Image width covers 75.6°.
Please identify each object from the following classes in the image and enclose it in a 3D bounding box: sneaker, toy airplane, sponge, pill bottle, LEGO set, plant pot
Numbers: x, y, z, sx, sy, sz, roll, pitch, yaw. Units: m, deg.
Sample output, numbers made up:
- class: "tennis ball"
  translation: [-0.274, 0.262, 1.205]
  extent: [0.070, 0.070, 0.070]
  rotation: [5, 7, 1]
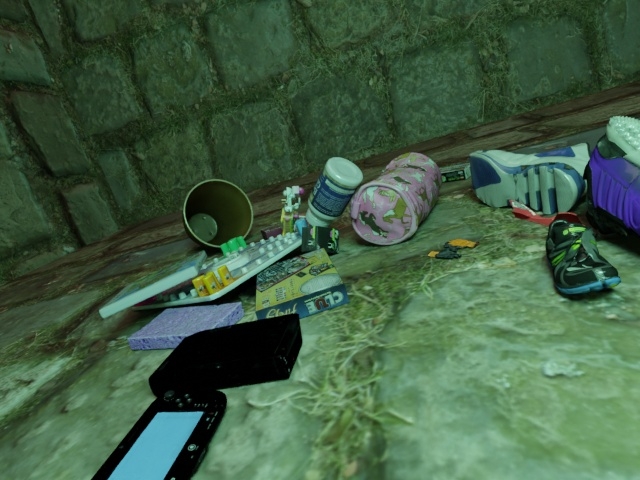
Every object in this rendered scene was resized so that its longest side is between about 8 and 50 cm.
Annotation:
- class: "sneaker"
  translation: [0.473, -0.044, 0.605]
  extent: [0.102, 0.146, 0.293]
  rotation: [9, 48, -3]
- class: "toy airplane"
  translation: [0.390, -0.033, 0.699]
  extent: [0.151, 0.028, 0.151]
  rotation: [22, 6, -2]
- class: "sponge"
  translation: [-0.264, 0.168, 0.810]
  extent: [0.210, 0.031, 0.117]
  rotation: [-9, 17, 27]
- class: "pill bottle"
  translation: [0.026, -0.109, 1.003]
  extent: [0.094, 0.094, 0.169]
  rotation: [-35, -19, -48]
- class: "sneaker"
  translation: [0.506, -0.148, 0.945]
  extent: [0.182, 0.127, 0.315]
  rotation: [-17, 22, -15]
- class: "LEGO set"
  translation: [-0.056, -0.060, 1.267]
  extent: [0.107, 0.132, 0.287]
  rotation: [4, -12, 1]
- class: "sneaker"
  translation: [0.351, 0.018, 0.574]
  extent: [0.067, 0.078, 0.188]
  rotation: [-14, 15, 19]
- class: "plant pot"
  translation: [-0.401, -0.072, 1.498]
  extent: [0.237, 0.237, 0.254]
  rotation: [-27, 4, -31]

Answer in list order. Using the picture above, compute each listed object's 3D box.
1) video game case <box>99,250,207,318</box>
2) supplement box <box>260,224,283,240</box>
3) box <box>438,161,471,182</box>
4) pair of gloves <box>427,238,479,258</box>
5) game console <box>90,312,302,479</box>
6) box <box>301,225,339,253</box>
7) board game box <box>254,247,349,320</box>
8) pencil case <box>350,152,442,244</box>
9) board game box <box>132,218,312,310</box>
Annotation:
- class: "video game case"
  translation: [-0.368, 0.092, 0.939]
  extent: [0.212, 0.023, 0.193]
  rotation: [-25, 12, -5]
- class: "supplement box"
  translation: [-0.155, -0.020, 1.333]
  extent: [0.055, 0.043, 0.083]
  rotation: [-21, 15, -16]
- class: "box"
  translation: [0.433, -0.234, 1.459]
  extent: [0.207, 0.036, 0.114]
  rotation: [-3, 21, 43]
- class: "pair of gloves"
  translation: [0.261, 0.016, 0.812]
  extent: [0.083, 0.010, 0.074]
  rotation: [-28, 19, -31]
- class: "game console"
  translation: [-0.153, 0.207, 0.529]
  extent: [0.213, 0.044, 0.361]
  rotation: [-14, 16, 14]
- class: "box"
  translation: [0.000, 0.000, 1.000]
  extent: [0.052, 0.062, 0.083]
  rotation: [-4, -9, 42]
- class: "board game box"
  translation: [-0.047, 0.088, 0.835]
  extent: [0.165, 0.042, 0.243]
  rotation: [-18, 15, -3]
- class: "pencil case"
  translation: [0.207, -0.121, 1.078]
  extent: [0.167, 0.160, 0.386]
  rotation: [-21, 12, 30]
- class: "board game box"
  translation: [-0.244, 0.054, 1.070]
  extent: [0.390, 0.050, 0.390]
  rotation: [-13, 15, 42]
